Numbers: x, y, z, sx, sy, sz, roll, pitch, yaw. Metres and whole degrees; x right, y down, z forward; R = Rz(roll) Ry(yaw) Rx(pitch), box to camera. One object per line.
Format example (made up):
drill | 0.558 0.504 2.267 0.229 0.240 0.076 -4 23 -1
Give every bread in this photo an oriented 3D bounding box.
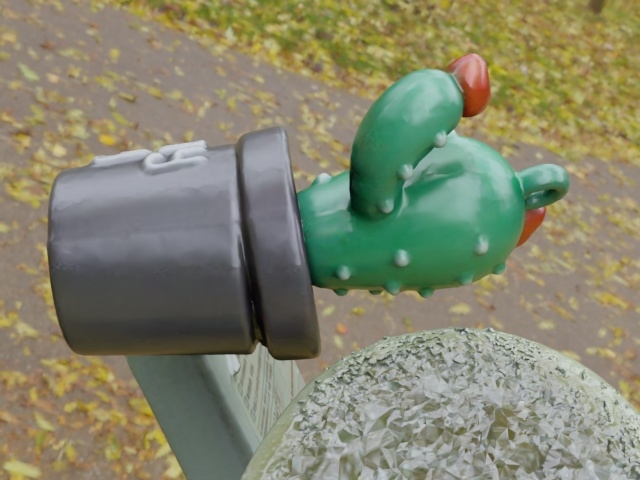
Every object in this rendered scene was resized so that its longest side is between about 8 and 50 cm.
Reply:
bread | 0.070 0.161 0.533 0.267 0.040 0.267 -7 53 9

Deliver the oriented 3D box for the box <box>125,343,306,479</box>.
box | -0.109 0.166 1.189 0.111 0.397 0.396 -20 20 6

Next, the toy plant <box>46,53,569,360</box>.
toy plant | -0.001 -0.010 0.768 0.400 0.279 0.185 -6 38 -3
